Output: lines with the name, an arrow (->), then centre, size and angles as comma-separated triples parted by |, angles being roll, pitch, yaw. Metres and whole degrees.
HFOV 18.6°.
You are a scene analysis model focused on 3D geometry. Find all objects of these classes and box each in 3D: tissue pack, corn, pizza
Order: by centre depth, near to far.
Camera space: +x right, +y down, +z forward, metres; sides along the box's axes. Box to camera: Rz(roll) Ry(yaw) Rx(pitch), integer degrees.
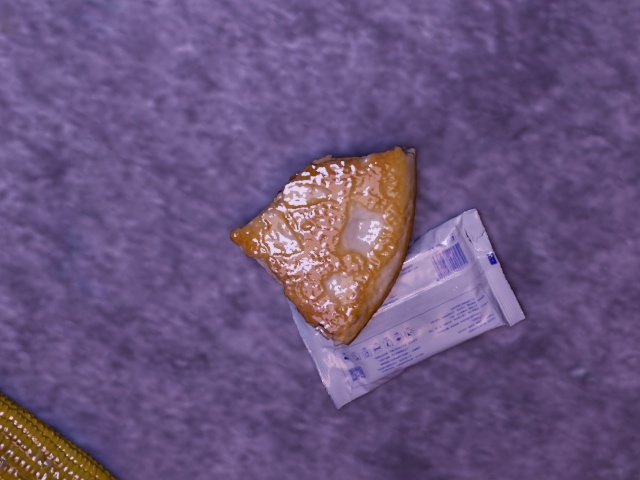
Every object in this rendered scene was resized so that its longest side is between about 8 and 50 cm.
pizza -> 0.000, 0.000, 1.700 | 0.161, 0.062, 0.182 | 4, 101, -12
corn -> -0.272, 0.189, 1.741 | 0.231, 0.080, 0.080 | 35, 104, -17
tissue pack -> 0.076, 0.062, 1.759 | 0.193, 0.026, 0.122 | -25, 112, 3
